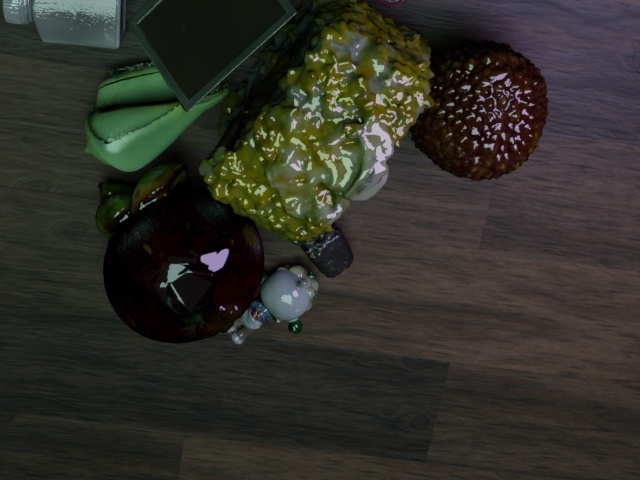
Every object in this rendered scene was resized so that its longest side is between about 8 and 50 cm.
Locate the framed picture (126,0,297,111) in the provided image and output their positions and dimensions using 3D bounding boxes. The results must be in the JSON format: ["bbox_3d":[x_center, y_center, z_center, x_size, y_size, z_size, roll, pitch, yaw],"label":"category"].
[{"bbox_3d":[-0.181,-0.364,1.902,0.252,0.014,0.197,-39,77,17],"label":"framed picture"}]

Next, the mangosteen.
[{"bbox_3d":[-0.249,0.031,2.021,0.311,0.311,0.311,0,117,-1],"label":"mangosteen"}]

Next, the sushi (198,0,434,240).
[{"bbox_3d":[-0.009,-0.198,1.854,0.240,0.351,0.396,34,111,-17],"label":"sushi"}]

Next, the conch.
[{"bbox_3d":[-0.299,-0.226,1.970,0.250,0.143,0.137,-46,150,6],"label":"conch"}]

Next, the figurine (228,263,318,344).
[{"bbox_3d":[-0.090,0.119,2.167,0.197,0.093,0.147,-35,91,24],"label":"figurine"}]

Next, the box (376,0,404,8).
[{"bbox_3d":[0.112,-0.515,1.800,0.193,0.167,0.294,27,113,-12],"label":"box"}]

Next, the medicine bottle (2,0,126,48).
[{"bbox_3d":[-0.417,-0.392,1.897,0.188,0.088,0.132,6,117,-4],"label":"medicine bottle"}]

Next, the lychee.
[{"bbox_3d":[0.262,-0.219,1.910,0.236,0.236,0.271,5,156,-3],"label":"lychee"}]

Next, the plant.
[{"bbox_3d":[0.000,0.000,2.103,0.092,0.094,0.143,-35,118,4],"label":"plant"}]
